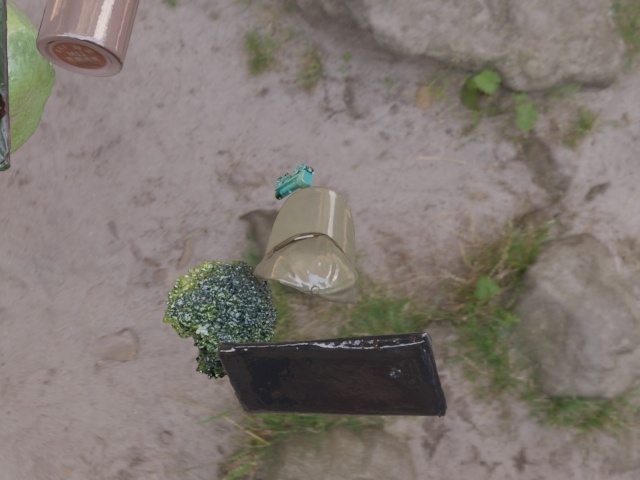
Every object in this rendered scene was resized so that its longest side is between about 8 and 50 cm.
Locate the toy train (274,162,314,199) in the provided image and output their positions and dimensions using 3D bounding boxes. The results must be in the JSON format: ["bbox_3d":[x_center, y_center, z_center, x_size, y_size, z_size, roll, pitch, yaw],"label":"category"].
[{"bbox_3d":[-0.045,-0.096,1.677,0.029,0.092,0.045,34,49,-27],"label":"toy train"}]

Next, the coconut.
[{"bbox_3d":[-0.423,-0.202,1.127,0.236,0.236,0.204,43,83,-10],"label":"coconut"}]

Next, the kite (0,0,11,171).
[{"bbox_3d":[-0.332,-0.094,0.783,0.323,0.268,0.013,-43,64,5],"label":"kite"}]

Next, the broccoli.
[{"bbox_3d":[-0.164,0.127,1.624,0.226,0.176,0.198,-7,86,-32],"label":"broccoli"}]

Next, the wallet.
[{"bbox_3d":[0.012,0.175,1.267,0.030,0.285,0.146,-74,153,-44],"label":"wallet"}]

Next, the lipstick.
[{"bbox_3d":[-0.168,-0.263,0.816,0.070,0.070,0.255,15,73,-18],"label":"lipstick"}]

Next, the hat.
[{"bbox_3d":[0.000,0.000,1.504,0.166,0.144,0.173,14,86,-15],"label":"hat"}]
